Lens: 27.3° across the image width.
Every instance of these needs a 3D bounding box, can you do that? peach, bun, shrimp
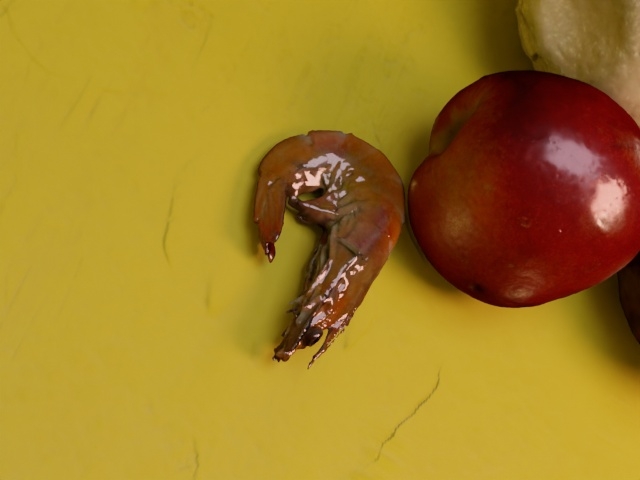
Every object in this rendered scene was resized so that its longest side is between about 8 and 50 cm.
[{"bbox_3d":[0.208,-0.044,1.269,0.243,0.199,0.243,-1,96,-9],"label":"peach"},{"bbox_3d":[0.363,-0.241,1.420,0.352,0.227,0.349,11,68,-26],"label":"bun"},{"bbox_3d":[0.000,0.000,1.215,0.150,0.068,0.249,21,58,-11],"label":"shrimp"}]

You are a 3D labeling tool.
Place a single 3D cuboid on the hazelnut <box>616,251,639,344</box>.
[{"bbox_3d":[0.421,0.043,1.368,0.229,0.229,0.230,11,68,-28],"label":"hazelnut"}]
